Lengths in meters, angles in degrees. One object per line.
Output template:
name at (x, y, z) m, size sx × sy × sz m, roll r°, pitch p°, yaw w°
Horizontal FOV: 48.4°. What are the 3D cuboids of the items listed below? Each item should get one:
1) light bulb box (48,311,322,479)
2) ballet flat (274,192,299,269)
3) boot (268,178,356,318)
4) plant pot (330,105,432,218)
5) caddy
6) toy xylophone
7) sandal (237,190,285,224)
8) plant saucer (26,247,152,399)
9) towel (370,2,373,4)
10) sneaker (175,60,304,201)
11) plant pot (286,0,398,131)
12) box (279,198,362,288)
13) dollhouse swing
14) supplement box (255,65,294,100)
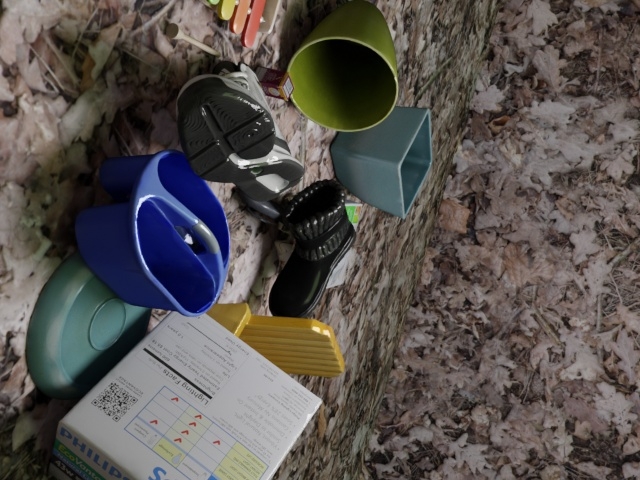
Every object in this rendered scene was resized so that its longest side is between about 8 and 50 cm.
light bulb box at (-0.254, 0.373, 1.366) m, size 0.361 × 0.357 × 0.225 m, roll -48°, pitch 171°, yaw -46°
ballet flat at (-0.087, -0.016, 1.955) m, size 0.077 × 0.091 × 0.241 m, roll 5°, pitch 98°, yaw -37°
boot at (-0.041, 0.029, 1.800) m, size 0.348 × 0.131 × 0.260 m, roll -59°, pitch 160°, yaw -13°
plant pot at (0.176, -0.257, 2.155) m, size 0.248 × 0.252 × 0.247 m, roll -61°, pitch 156°, yaw -29°
caddy at (-0.273, -0.009, 1.281) m, size 0.341 × 0.179 × 0.241 m, roll 62°, pitch 35°, yaw -52°
toy xylophone at (-0.186, -0.475, 1.365) m, size 0.322 × 0.081 × 0.236 m, roll -11°, pitch 116°, yaw -65°
sandal at (-0.134, -0.069, 1.773) m, size 0.054 × 0.097 × 0.254 m, roll -47°, pitch 157°, yaw 5°
plant saucer at (-0.408, 0.150, 1.327) m, size 0.317 × 0.043 × 0.318 m, roll -49°, pitch 147°, yaw -48°
towel at (0.121, -0.539, 2.099) m, size 0.187 × 0.049 × 0.282 m, roll -60°, pitch 155°, yaw -28°
sneaker at (-0.187, -0.247, 1.345) m, size 0.169 × 0.258 × 0.447 m, roll -30°, pitch 162°, yaw 5°
plant pot at (0.076, -0.476, 1.809) m, size 0.275 × 0.274 × 0.294 m, roll 81°, pitch 17°, yaw -47°
box at (0.000, 0.000, 2.092) m, size 0.231 × 0.126 × 0.262 m, roll -6°, pitch 111°, yaw -69°
dollhouse swing at (-0.148, 0.348, 1.741) m, size 0.315 × 0.304 × 0.347 m, roll -62°, pitch 156°, yaw -27°
supplement box at (-0.109, -0.359, 1.626) m, size 0.043 × 0.083 × 0.055 m, roll -65°, pitch 157°, yaw -19°
